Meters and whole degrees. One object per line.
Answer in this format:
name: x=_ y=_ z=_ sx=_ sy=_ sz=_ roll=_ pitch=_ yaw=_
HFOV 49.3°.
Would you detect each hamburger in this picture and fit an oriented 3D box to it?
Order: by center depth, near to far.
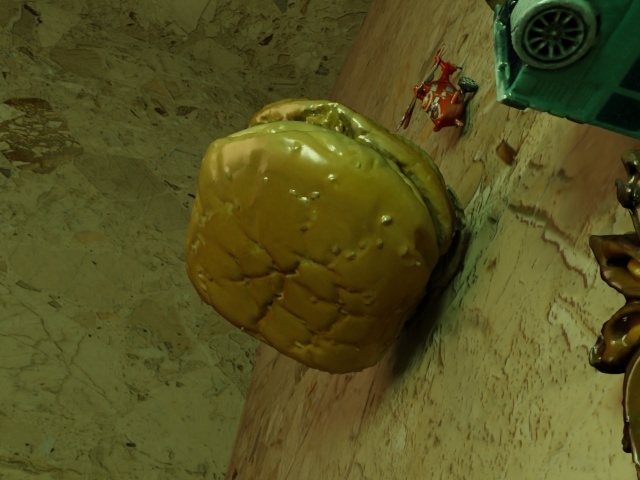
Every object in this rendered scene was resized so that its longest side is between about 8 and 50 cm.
hamburger: x=0.000 y=0.000 z=0.752 sx=0.158 sy=0.318 sz=0.319 roll=-56 pitch=-4 yaw=-46

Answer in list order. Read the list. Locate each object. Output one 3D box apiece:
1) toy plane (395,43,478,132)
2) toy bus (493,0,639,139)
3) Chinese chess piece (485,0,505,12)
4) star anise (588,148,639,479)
toy plane: x=0.162 y=-0.198 z=0.943 sx=0.126 sy=0.077 sz=0.194 roll=-63 pitch=2 yaw=17
toy bus: x=0.205 y=-0.191 z=0.387 sx=0.256 sy=0.147 sz=0.128 roll=112 pitch=172 yaw=-47
Chinese chess piece: x=0.236 y=-0.301 z=0.684 sx=0.188 sy=0.083 sz=0.188 roll=-157 pitch=90 yaw=-80
star anise: x=0.174 y=0.038 z=0.282 sx=0.234 sy=0.073 sz=0.177 roll=-84 pitch=1 yaw=-73
